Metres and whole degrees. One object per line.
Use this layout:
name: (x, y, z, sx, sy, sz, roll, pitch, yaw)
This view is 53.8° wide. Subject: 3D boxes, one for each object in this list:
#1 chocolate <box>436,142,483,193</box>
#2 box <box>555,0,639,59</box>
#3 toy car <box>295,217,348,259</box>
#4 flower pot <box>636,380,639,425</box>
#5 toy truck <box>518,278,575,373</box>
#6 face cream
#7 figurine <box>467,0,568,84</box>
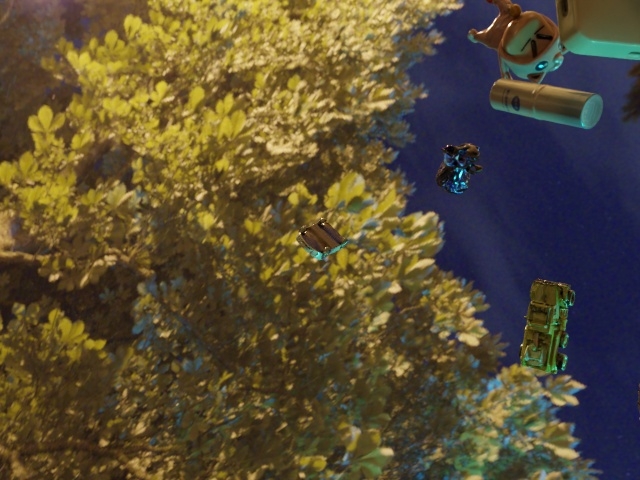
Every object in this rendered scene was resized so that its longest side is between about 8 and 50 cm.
chocolate: (0.459, -0.256, 2.055, 0.148, 0.343, 0.126, 17, -100, 8)
box: (0.702, -0.591, 1.427, 0.373, 0.090, 0.367, 1, -98, -15)
toy car: (0.000, 0.000, 1.637, 0.095, 0.056, 0.205, 44, -153, 10)
flower pot: (0.738, 0.316, 1.187, 0.141, 0.235, 0.235, 12, -129, -29)
toy truck: (0.640, 0.243, 1.801, 0.135, 0.128, 0.259, 17, -95, -53)
face cream: (0.498, -0.309, 1.408, 0.077, 0.077, 0.250, 0, -162, -36)
figurine: (0.509, -0.538, 1.669, 0.186, 0.176, 0.287, 24, -155, -56)
